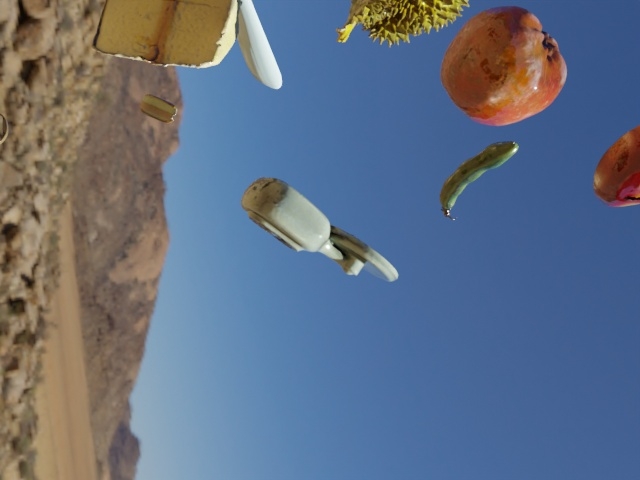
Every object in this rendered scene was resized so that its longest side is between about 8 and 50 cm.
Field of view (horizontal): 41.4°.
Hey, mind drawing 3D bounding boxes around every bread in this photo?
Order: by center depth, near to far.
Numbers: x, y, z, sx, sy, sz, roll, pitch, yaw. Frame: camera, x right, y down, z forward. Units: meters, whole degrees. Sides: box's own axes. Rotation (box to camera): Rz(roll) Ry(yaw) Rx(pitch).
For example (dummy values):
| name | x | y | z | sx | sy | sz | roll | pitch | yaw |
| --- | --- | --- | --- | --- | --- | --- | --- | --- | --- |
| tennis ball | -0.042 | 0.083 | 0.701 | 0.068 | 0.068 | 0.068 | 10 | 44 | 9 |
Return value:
| name | x | y | z | sx | sy | sz | roll | pitch | yaw |
| --- | --- | --- | --- | --- | --- | --- | --- | --- | --- |
| bread | -0.270 | -0.392 | 1.493 | 0.178 | 0.240 | 0.135 | -79 | 176 | -57 |
| bread | -0.325 | -0.262 | 1.671 | 0.109 | 0.062 | 0.043 | 31 | -81 | 59 |

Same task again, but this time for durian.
| name | x | y | z | sx | sy | sz | roll | pitch | yaw |
| --- | --- | --- | --- | --- | --- | --- | --- | --- | --- |
| durian | 0.099 | -0.268 | 0.918 | 0.102 | 0.208 | 0.146 | 50 | -24 | 2 |

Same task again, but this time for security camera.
| name | x | y | z | sx | sy | sz | roll | pitch | yaw |
| --- | --- | --- | --- | --- | --- | --- | --- | --- | --- |
| security camera | 0.000 | 0.000 | 1.441 | 0.080 | 0.301 | 0.157 | -58 | -160 | -8 |

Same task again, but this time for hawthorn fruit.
| name | x | y | z | sx | sy | sz | roll | pitch | yaw |
| --- | --- | --- | --- | --- | --- | --- | --- | --- | --- |
| hawthorn fruit | 0.414 | -0.390 | 1.913 | 0.284 | 0.284 | 0.284 | 171 | -90 | -74 |

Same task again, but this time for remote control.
| name | x | y | z | sx | sy | sz | roll | pitch | yaw |
| --- | --- | --- | --- | --- | --- | --- | --- | --- | --- |
| remote control | -0.151 | -0.435 | 1.782 | 0.103 | 0.051 | 0.293 | 49 | -12 | 31 |

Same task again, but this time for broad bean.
| name | x | y | z | sx | sy | sz | roll | pitch | yaw |
| --- | --- | --- | --- | --- | --- | --- | --- | --- | --- |
| broad bean | 0.282 | -0.119 | 1.581 | 0.227 | 0.069 | 0.039 | -52 | -160 | 47 |

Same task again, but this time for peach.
| name | x | y | z | sx | sy | sz | roll | pitch | yaw |
| --- | --- | --- | --- | --- | --- | --- | --- | --- | --- |
| peach | 0.636 | -0.142 | 1.592 | 0.279 | 0.189 | 0.068 | 116 | -24 | -46 |

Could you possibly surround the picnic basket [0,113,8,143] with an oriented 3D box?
| name | x | y | z | sx | sy | sz | roll | pitch | yaw |
| --- | --- | --- | --- | --- | --- | --- | --- | --- | --- |
| picnic basket | -0.546 | -0.174 | 1.368 | 0.072 | 0.083 | 0.072 | 165 | -90 | -87 |
